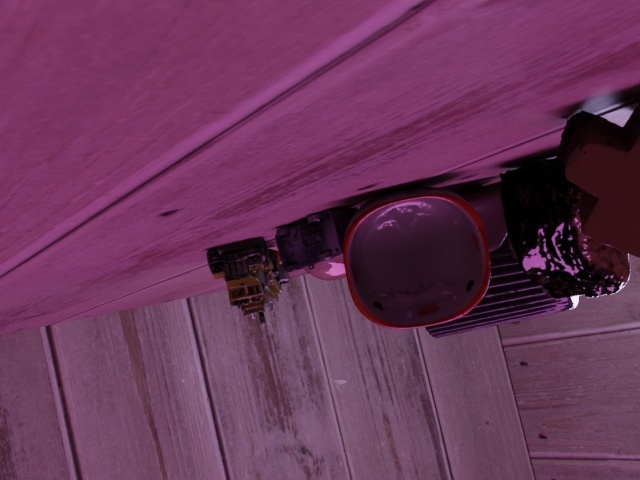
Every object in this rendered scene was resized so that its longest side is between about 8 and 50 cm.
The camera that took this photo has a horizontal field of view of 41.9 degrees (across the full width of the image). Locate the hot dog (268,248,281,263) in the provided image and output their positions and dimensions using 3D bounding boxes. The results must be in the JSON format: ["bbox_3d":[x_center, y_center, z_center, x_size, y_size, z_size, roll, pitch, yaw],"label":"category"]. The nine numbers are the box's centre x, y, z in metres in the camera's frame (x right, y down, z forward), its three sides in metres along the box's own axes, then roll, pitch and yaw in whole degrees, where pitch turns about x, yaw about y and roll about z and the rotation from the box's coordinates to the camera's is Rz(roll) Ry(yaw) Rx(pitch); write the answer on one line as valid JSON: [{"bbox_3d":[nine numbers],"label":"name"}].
[{"bbox_3d":[-0.159,0.052,1.884,0.140,0.060,0.090,-21,-176,-1],"label":"hot dog"}]

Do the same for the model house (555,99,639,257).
[{"bbox_3d":[0.391,-0.115,1.053,0.176,0.180,0.248,25,-151,3],"label":"model house"}]

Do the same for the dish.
[{"bbox_3d":[0.156,0.018,1.405,0.256,0.256,0.117,-13,-158,5],"label":"dish"}]

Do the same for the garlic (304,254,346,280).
[{"bbox_3d":[0.048,0.031,1.921,0.228,0.110,0.217,-15,179,16],"label":"garlic"}]

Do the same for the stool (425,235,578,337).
[{"bbox_3d":[0.397,0.057,1.910,0.330,0.297,0.297,-11,177,25],"label":"stool"}]

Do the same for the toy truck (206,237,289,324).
[{"bbox_3d":[-0.140,0.092,1.723,0.128,0.135,0.259,-12,158,4],"label":"toy truck"}]

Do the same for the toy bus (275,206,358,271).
[{"bbox_3d":[0.000,0.000,1.506,0.098,0.086,0.178,-15,176,-39],"label":"toy bus"}]

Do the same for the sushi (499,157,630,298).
[{"bbox_3d":[0.430,-0.018,1.445,0.171,0.210,0.350,-14,148,26],"label":"sushi"}]

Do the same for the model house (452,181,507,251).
[{"bbox_3d":[0.257,-0.032,1.588,0.229,0.122,0.188,-19,-172,-10],"label":"model house"}]
